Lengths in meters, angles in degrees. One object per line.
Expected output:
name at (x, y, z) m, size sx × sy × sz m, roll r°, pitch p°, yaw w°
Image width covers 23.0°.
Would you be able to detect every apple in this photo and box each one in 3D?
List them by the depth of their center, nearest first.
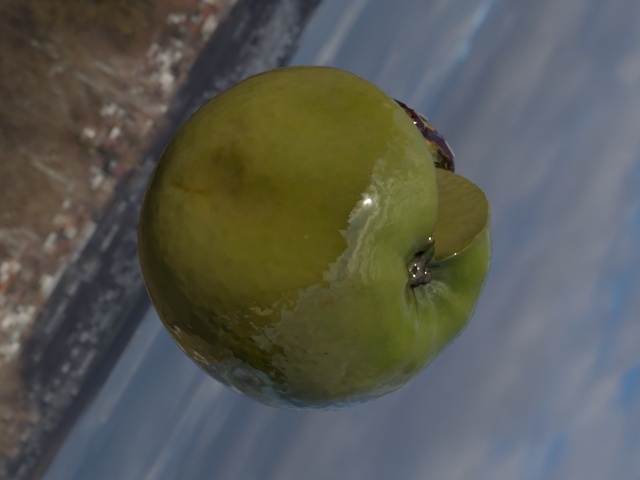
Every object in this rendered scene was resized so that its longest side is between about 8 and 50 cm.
apple at (0.000, 0.000, 1.316) m, size 0.254 × 0.292 × 0.292 m, roll 17°, pitch -108°, yaw 44°

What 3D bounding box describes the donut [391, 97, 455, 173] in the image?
donut at (0.054, -0.035, 1.697) m, size 0.216 × 0.096 × 0.230 m, roll -19°, pitch -112°, yaw 46°
